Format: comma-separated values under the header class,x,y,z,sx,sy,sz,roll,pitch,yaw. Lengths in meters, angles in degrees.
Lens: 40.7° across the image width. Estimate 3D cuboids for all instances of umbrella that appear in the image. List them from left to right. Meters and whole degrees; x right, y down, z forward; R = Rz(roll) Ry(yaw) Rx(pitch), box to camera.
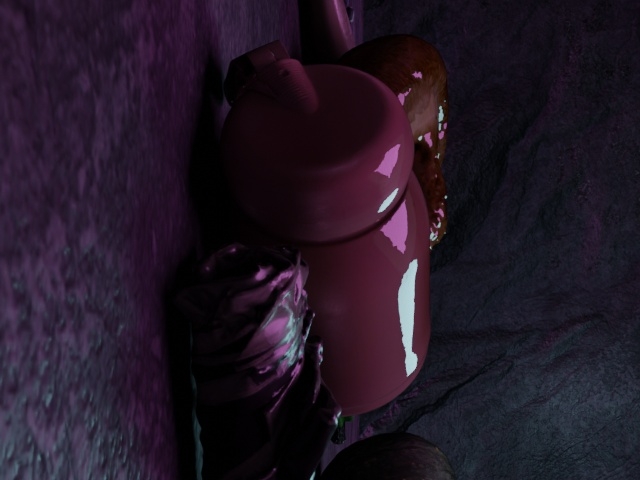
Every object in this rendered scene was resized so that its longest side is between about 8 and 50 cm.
class,x,y,z,sx,sy,sz,roll,pitch,yaw
umbrella,-0.037,0.174,0.612,0.113,0.106,0.357,-85,174,-73

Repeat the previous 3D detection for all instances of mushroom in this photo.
class,x,y,z,sx,sy,sz,roll,pitch,yaw
mushroom,0.083,-0.133,1.250,0.345,0.239,0.345,-158,-90,-84

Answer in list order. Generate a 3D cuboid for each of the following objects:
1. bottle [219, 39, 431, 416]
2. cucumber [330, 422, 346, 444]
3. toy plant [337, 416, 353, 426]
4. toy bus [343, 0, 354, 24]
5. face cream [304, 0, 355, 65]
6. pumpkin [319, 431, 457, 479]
class,x,y,z,sx,sy,sz,roll,pitch,yaw
bottle,-0.005,-0.007,0.716,0.206,0.173,0.297,54,-17,37
cucumber,0.035,0.356,1.804,0.043,0.039,0.163,-120,-155,-56
toy plant,-0.001,0.164,0.977,0.154,0.088,0.240,-54,161,7
toy bus,0.025,-0.349,1.518,0.077,0.065,0.192,97,-4,-67
face cream,0.008,-0.329,1.293,0.137,0.084,0.341,-101,180,-51
pumpkin,0.116,0.507,1.500,0.291,0.257,0.327,165,-81,-82
